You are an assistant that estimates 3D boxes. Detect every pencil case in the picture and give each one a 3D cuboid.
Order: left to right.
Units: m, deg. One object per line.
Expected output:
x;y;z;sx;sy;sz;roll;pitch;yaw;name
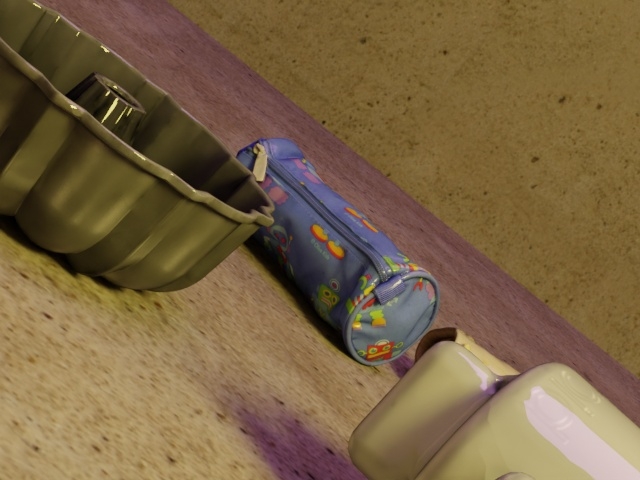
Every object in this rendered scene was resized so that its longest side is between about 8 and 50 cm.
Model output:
0.000;0.000;1.689;0.306;0.119;0.133;46;-18;37;pencil case

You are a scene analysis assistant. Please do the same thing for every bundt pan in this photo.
-0.201;-0.075;1.272;0.331;0.124;0.331;38;9;-7;bundt pan

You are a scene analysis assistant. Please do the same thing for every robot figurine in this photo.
0.183;0.227;1.087;0.353;0.200;0.300;43;4;18;robot figurine

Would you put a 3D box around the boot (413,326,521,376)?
0.206;0.193;1.660;0.203;0.095;0.262;37;8;-17;boot
